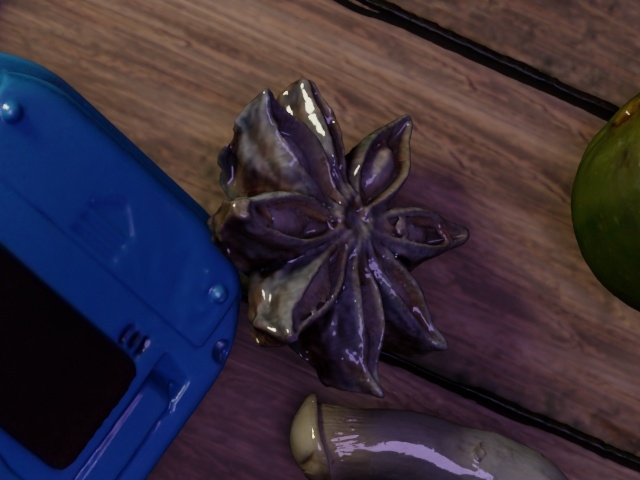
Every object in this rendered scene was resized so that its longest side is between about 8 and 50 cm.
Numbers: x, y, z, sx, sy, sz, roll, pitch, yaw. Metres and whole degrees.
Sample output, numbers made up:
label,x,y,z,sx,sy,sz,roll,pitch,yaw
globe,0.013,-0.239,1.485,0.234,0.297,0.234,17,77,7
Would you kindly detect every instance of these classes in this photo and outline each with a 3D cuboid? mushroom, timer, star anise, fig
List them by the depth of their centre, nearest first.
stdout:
label,x,y,z,sx,sy,sz,roll,pitch,yaw
timer,-0.224,0.053,1.378,0.340,0.115,0.309,44,74,-30
star anise,0.000,-0.001,1.453,0.223,0.109,0.236,30,55,-30
fig,0.304,-0.014,1.486,0.195,0.195,0.245,-49,117,-5
mushroom,0.083,0.176,1.500,0.223,0.092,0.081,20,44,-11
